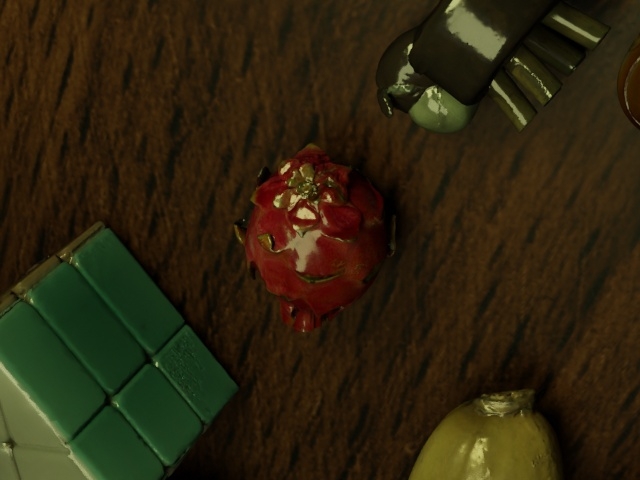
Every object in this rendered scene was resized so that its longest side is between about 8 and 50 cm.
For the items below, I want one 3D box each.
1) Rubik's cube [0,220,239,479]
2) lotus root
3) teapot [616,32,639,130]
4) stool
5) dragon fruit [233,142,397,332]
[{"bbox_3d":[-0.256,0.157,1.405,0.221,0.224,0.231,-34,98,36],"label":"Rubik's cube"},{"bbox_3d":[0.138,0.263,1.323,0.146,0.131,0.303,22,123,17],"label":"lotus root"},{"bbox_3d":[0.277,-0.121,1.083,0.129,0.078,0.098,-31,99,35],"label":"teapot"},{"bbox_3d":[0.124,-0.141,1.126,0.121,0.125,0.217,41,135,-1],"label":"stool"},{"bbox_3d":[0.000,0.000,1.263,0.136,0.133,0.165,-133,39,-53],"label":"dragon fruit"}]
